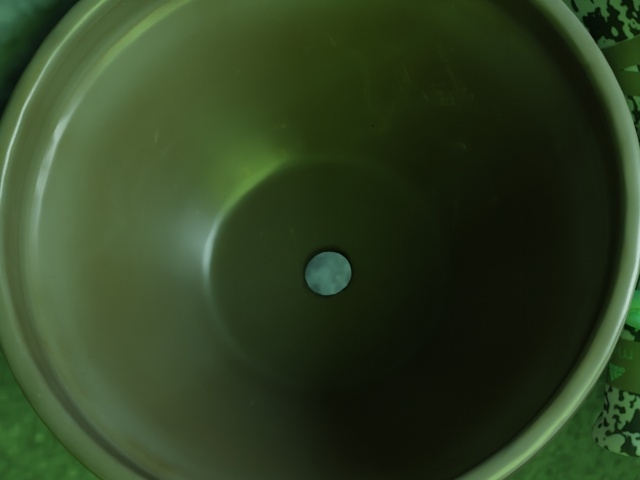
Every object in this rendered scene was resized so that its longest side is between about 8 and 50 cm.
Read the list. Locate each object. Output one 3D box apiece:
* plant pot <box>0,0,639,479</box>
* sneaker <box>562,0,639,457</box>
[{"bbox_3d":[0.000,0.000,0.540,0.237,0.237,0.110,-47,165,-7],"label":"plant pot"},{"bbox_3d":[0.174,0.008,0.603,0.182,0.158,0.410,-45,103,-9],"label":"sneaker"}]
